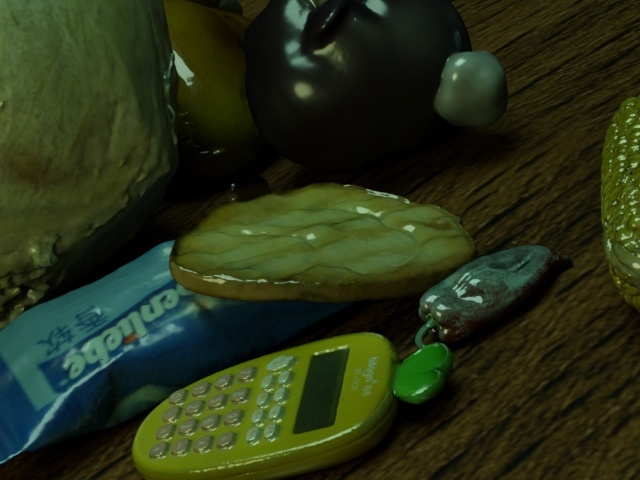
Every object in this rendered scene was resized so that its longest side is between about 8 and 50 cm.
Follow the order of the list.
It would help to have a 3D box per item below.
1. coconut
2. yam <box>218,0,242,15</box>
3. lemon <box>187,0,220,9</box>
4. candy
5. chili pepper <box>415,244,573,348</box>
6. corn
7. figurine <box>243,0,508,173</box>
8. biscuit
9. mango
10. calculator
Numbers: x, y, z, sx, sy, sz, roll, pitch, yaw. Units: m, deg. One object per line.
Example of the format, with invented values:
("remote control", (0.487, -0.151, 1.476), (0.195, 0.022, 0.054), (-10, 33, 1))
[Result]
("coconut", (-0.304, -0.088, 1.459), (0.404, 0.405, 0.404), (-15, 24, 7))
("yam", (-0.125, -0.220, 1.963), (0.046, 0.046, 0.264), (-12, 25, 14))
("lemon", (-0.231, -0.324, 1.920), (0.316, 0.285, 0.285), (-33, 21, 13))
("candy", (-0.132, 0.066, 1.336), (0.331, 0.077, 0.187), (-26, 33, -19))
("chili pepper", (0.123, 0.035, 1.259), (0.153, 0.041, 0.050), (-29, 69, -23))
("corn", (0.248, -0.035, 1.250), (0.106, 0.106, 0.293), (-13, 23, 11))
("figurine", (0.005, -0.234, 1.577), (0.206, 0.365, 0.218), (-12, -16, -25))
("biscuit", (-0.001, 0.005, 1.332), (0.260, 0.041, 0.203), (-12, 31, -34))
("mango", (-0.128, -0.147, 1.697), (0.136, 0.166, 0.236), (-55, 41, 20))
("calculator", (-0.020, 0.117, 1.196), (0.234, 0.032, 0.146), (-13, 25, 14))
